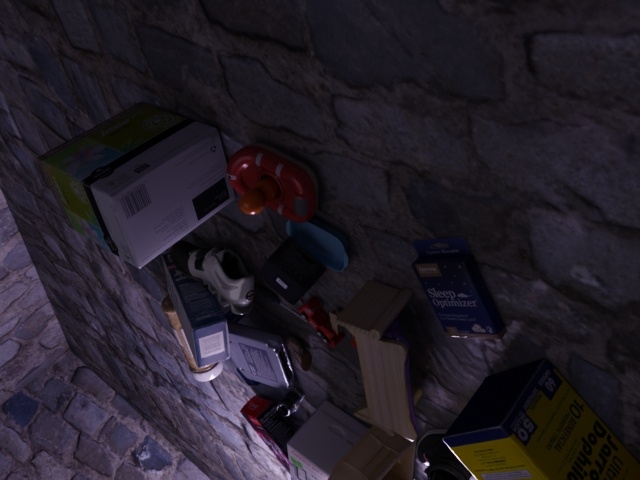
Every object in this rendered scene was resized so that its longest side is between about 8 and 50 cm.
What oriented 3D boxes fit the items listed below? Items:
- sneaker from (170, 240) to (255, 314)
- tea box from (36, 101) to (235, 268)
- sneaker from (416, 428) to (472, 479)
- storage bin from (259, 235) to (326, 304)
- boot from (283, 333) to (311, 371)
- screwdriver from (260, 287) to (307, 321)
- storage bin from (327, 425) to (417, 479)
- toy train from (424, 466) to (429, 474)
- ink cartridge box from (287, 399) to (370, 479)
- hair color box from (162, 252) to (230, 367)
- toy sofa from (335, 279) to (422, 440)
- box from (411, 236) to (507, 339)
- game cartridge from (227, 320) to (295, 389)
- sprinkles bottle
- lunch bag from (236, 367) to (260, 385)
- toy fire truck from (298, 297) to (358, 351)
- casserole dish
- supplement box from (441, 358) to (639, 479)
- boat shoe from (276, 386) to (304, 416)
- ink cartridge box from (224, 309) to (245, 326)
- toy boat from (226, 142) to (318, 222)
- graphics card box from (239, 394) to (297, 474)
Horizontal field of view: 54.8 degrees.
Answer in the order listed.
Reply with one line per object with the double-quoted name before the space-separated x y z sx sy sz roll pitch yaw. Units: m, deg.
"sneaker" -0.306 0.064 1.804 0.330 0.122 0.146 33 125 25
"tea box" -0.453 -0.153 1.547 0.323 0.329 0.220 22 138 34
"sneaker" 0.297 0.562 1.557 0.104 0.147 0.296 45 147 2
"storage bin" -0.071 0.078 1.517 0.122 0.084 0.180 42 160 2
"boot" -0.072 0.332 1.852 0.087 0.042 0.118 31 141 35
"screwdriver" -0.104 0.185 1.758 0.170 0.024 0.025 32 171 22
"storage bin" 0.142 0.687 1.757 0.123 0.260 0.262 31 142 32
"toy train" 0.343 0.639 1.686 0.036 0.027 0.158 50 147 -8
"ink cartridge box" 0.036 0.683 1.923 0.198 0.197 0.270 27 140 29
"hair color box" -0.380 0.195 1.874 0.347 0.105 0.174 -126 29 -43
"toy sofa" 0.167 0.284 1.431 0.177 0.150 0.363 16 134 33
"box" 0.269 0.099 1.238 0.136 0.036 0.225 -7 116 51
"game cartridge" -0.193 0.360 1.926 0.196 0.060 0.294 10 142 17
"sprinkles bottle" -0.458 0.346 2.226 0.121 0.121 0.355 17 134 39
"lunch bag" -0.242 0.452 2.131 0.098 0.067 0.065 56 145 -7
"toy fire truck" 0.037 0.218 1.606 0.192 0.047 0.135 48 146 3
"casserole dish" 0.000 0.000 1.445 0.188 0.037 0.114 28 140 28
"supplement box" 0.457 0.446 1.220 0.356 0.194 0.195 48 146 1
"boat shoe" -0.116 0.556 2.074 0.065 0.083 0.183 42 146 12
"ink cartridge box" -0.310 0.275 2.008 0.046 0.097 0.207 48 147 1
"toy boat" -0.124 -0.112 1.372 0.231 0.151 0.151 29 141 27
"graphics card box" -0.124 0.733 2.217 0.371 0.094 0.233 52 157 -7
